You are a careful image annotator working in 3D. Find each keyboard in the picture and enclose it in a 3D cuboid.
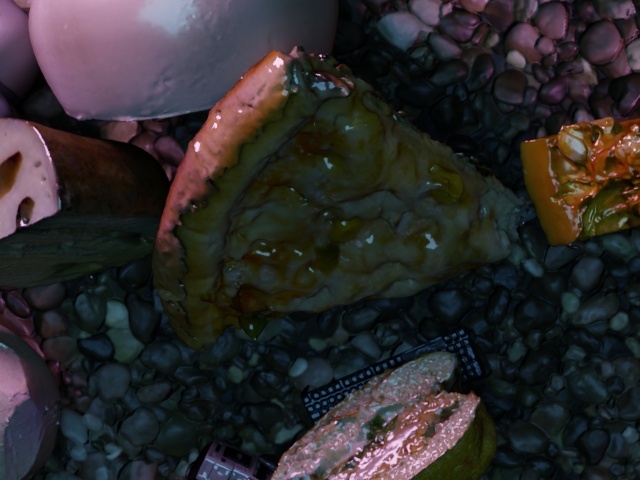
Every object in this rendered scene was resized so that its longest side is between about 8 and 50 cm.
[{"bbox_3d":[0.081,0.163,1.771,0.204,0.013,0.061,-23,91,9],"label":"keyboard"}]

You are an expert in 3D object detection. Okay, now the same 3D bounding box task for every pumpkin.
[{"bbox_3d":[0.367,-0.073,1.613,0.281,0.190,0.139,-14,96,-5],"label":"pumpkin"}]

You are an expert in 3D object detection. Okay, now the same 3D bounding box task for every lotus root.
[{"bbox_3d":[-0.277,-0.049,1.687,0.267,0.260,0.149,-20,78,37],"label":"lotus root"}]

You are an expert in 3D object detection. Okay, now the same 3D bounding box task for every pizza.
[{"bbox_3d":[-0.030,-0.003,1.642,0.392,0.435,0.080,-32,47,26],"label":"pizza"}]

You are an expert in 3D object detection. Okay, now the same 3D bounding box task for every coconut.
[{"bbox_3d":[-0.407,0.199,1.731,0.227,0.230,0.227,1,96,8],"label":"coconut"}]

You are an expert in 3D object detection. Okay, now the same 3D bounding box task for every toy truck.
[{"bbox_3d":[-0.129,0.353,1.772,0.125,0.101,0.242,25,99,1],"label":"toy truck"}]

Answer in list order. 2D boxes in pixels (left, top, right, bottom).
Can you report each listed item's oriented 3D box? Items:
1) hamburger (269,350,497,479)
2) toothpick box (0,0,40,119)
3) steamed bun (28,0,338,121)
[{"bbox_3d":[0.066,0.247,1.709,0.283,0.156,0.144,-38,57,5],"label":"hamburger"},{"bbox_3d":[-0.442,-0.228,1.709,0.316,0.229,0.229,44,98,3],"label":"toothpick box"},{"bbox_3d":[-0.143,-0.246,1.620,0.324,0.324,0.206,-8,103,8],"label":"steamed bun"}]
